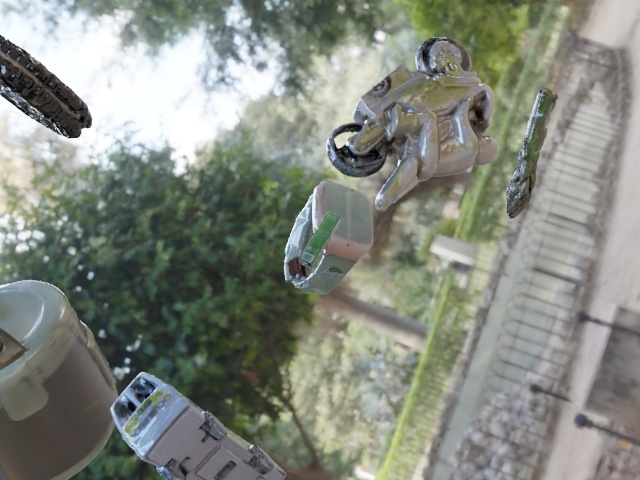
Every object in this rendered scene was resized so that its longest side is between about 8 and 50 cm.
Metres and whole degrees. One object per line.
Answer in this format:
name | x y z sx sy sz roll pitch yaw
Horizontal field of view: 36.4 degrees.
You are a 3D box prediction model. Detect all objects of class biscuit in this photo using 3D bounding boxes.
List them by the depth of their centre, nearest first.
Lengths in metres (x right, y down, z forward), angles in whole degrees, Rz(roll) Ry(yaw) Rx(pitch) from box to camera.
biscuit | -0.361 -0.192 1.191 0.053 0.195 0.194 -54 -9 -10

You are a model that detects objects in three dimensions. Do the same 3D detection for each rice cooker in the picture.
rice cooker | -0.552 0.249 1.752 0.335 0.335 0.325 -64 -36 -48

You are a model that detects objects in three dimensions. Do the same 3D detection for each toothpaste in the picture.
toothpaste | 0.000 0.000 1.329 0.083 0.020 0.017 -58 -18 -23

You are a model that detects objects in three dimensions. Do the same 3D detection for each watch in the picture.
watch | 0.008 0.004 2.434 0.241 0.162 0.253 -41 39 47

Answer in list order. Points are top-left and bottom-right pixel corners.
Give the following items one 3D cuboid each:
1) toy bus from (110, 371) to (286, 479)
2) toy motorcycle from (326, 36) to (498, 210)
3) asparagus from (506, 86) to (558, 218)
toy bus | -0.174 0.300 1.414 0.109 0.136 0.329 -48 -37 -8
toy motorcycle | 0.171 -0.178 1.547 0.341 0.223 0.108 -43 -10 -27
asparagus | 0.254 -0.103 1.179 0.036 0.030 0.165 -131 50 -63
